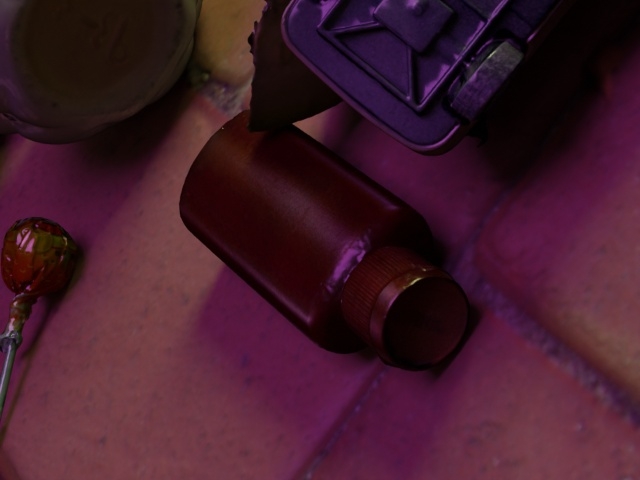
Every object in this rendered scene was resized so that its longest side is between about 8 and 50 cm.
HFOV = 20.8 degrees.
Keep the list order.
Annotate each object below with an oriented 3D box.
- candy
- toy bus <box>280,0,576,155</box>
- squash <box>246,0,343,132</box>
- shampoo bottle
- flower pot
[{"bbox_3d":[-0.230,0.078,1.320,0.060,0.060,0.201,-4,68,48],"label":"candy"},{"bbox_3d":[0.112,-0.191,1.013,0.289,0.139,0.157,-52,-6,8],"label":"toy bus"},{"bbox_3d":[0.020,-0.218,1.148,0.155,0.204,0.237,51,138,42],"label":"squash"},{"bbox_3d":[0.000,0.000,1.082,0.102,0.064,0.260,-55,35,2],"label":"shampoo bottle"},{"bbox_3d":[-0.207,-0.192,1.332,0.246,0.246,0.195,-54,41,5],"label":"flower pot"}]
